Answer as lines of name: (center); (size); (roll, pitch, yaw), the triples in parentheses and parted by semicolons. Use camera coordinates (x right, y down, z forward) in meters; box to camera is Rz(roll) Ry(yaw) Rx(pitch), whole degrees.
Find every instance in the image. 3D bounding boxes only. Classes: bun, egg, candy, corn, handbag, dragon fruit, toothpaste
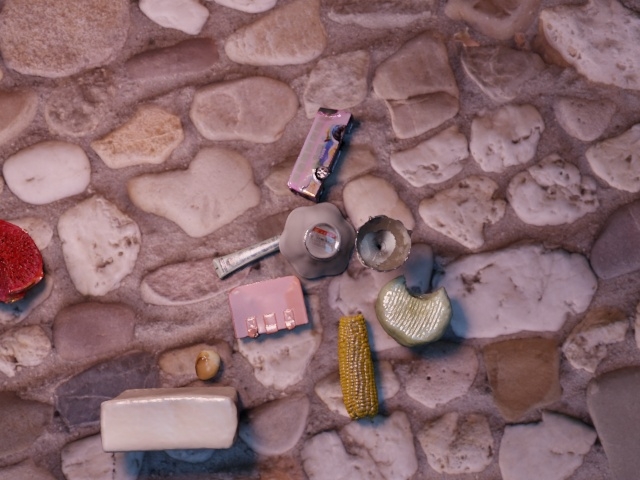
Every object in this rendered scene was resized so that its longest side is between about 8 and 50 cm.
bun: (0.263, 0.195, 1.885); (0.204, 0.126, 0.212); (-43, 79, -4)
egg: (-0.319, 0.352, 1.891); (0.071, 0.071, 0.083); (22, 99, 2)
candy: (-0.393, 0.479, 1.808); (0.359, 0.208, 0.145); (-1, 85, -1)
corn: (0.101, 0.363, 1.879); (0.102, 0.101, 0.310); (-9, 86, -1)
handbag: (-0.149, 0.192, 1.915); (0.213, 0.059, 0.157); (-13, 83, 0)
dragon fruit: (-0.881, 0.071, 1.900); (0.161, 0.126, 0.274); (-44, 63, 32)
toothpaste: (-0.195, 0.037, 1.941); (0.239, 0.039, 0.062); (-24, 83, -2)

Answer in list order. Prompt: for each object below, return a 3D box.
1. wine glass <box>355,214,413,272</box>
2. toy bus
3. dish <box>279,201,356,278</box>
wine glass: (0.164, 0.018, 1.850); (0.156, 0.232, 0.156); (0, 85, 1)
toy bus: (0.003, -0.253, 1.949); (0.112, 0.090, 0.274); (22, 83, 11)
dish: (0.000, 0.000, 1.905); (0.229, 0.081, 0.229); (0, 88, -12)
